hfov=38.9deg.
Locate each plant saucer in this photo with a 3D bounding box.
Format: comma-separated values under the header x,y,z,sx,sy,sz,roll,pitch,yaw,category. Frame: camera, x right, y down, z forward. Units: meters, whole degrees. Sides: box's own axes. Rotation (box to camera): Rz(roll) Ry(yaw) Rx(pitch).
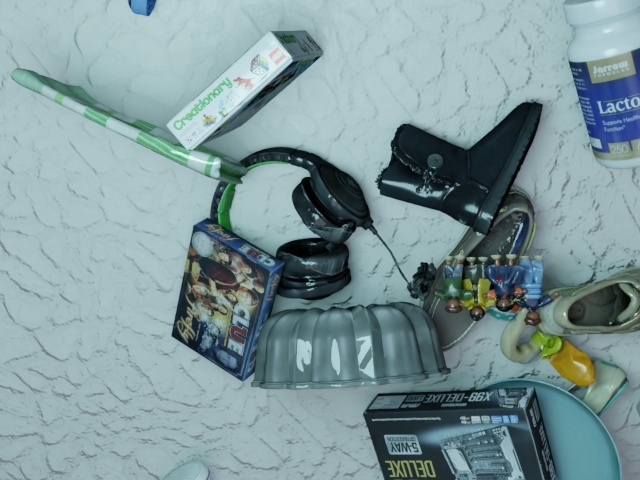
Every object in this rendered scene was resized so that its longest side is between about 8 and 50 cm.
x,y,z,sx,sy,sz,roll,pitch,yaw,category
0.384,0.395,1.636,0.317,0.043,0.318,7,105,28,plant saucer

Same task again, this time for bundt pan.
x,y,z,sx,sy,sz,roll,pitch,yaw,category
0.047,0.168,1.494,0.330,0.331,0.124,-3,86,3,bundt pan

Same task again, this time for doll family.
x,y,z,sx,sy,sz,roll,pitch,yaw,category
0.281,0.081,1.453,0.193,0.076,0.111,-3,82,24,doll family

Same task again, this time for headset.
x,y,z,sx,sy,sz,roll,pitch,yaw,category
0.000,0.000,1.488,0.394,0.185,0.243,19,110,7,headset

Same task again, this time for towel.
x,y,z,sx,sy,sz,roll,pitch,yaw,category
-0.276,-0.171,1.380,0.324,0.248,0.038,27,94,4,towel

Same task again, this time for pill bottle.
x,y,z,sx,sy,sz,roll,pitch,yaw,category
0.468,-0.257,1.395,0.153,0.153,0.265,-19,108,9,pill bottle

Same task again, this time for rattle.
x,y,z,sx,sy,sz,roll,pitch,yaw,category
0.368,0.165,1.525,0.130,0.143,0.200,-26,141,5,rattle

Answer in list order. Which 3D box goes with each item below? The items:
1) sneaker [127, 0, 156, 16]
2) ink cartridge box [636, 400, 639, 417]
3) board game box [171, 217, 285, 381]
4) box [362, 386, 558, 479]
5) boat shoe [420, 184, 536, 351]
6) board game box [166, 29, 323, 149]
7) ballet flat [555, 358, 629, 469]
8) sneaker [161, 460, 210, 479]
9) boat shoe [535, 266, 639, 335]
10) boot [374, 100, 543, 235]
x,y,z,sx,sy,sz,roll,pitch,yaw,category
-0.295,-0.464,1.388,0.090,0.081,0.232,5,103,3,sneaker
0.646,0.259,1.576,0.086,0.153,0.208,22,109,0,ink cartridge box
-0.162,0.103,1.546,0.165,0.042,0.243,29,124,20,board game box
0.254,0.387,1.615,0.307,0.076,0.243,-7,108,30,box
0.264,0.061,1.547,0.116,0.097,0.324,26,109,-6,boat shoe
-0.101,-0.229,1.343,0.193,0.305,0.053,-39,95,14,board game box
0.464,0.321,1.654,0.086,0.086,0.248,27,107,-8,ballet flat
-0.262,0.542,1.749,0.161,0.102,0.282,36,118,-14,sneaker
0.502,0.105,1.505,0.302,0.098,0.109,-6,89,-21,boat shoe
0.223,-0.150,1.466,0.207,0.094,0.247,25,80,13,boot
